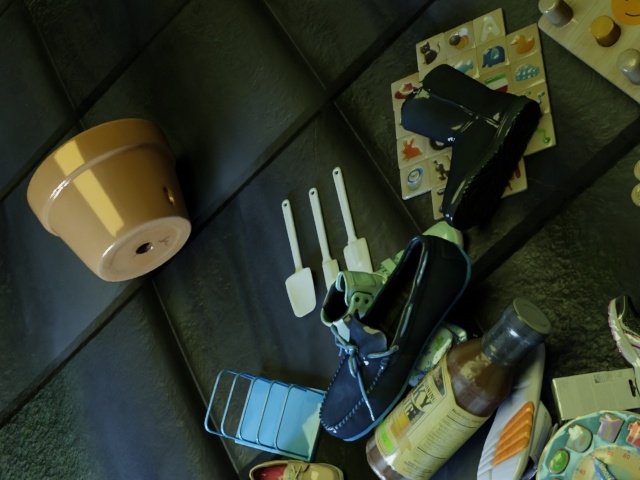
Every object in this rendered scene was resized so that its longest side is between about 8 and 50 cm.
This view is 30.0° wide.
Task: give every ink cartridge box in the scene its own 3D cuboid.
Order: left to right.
[{"bbox_3d":[0.385,0.218,1.669,0.115,0.029,0.063,-8,62,1],"label":"ink cartridge box"}]

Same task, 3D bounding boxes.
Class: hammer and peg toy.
[{"bbox_3d":[0.518,-0.396,1.760,0.361,0.127,0.266,-50,49,11],"label":"hammer and peg toy"}]

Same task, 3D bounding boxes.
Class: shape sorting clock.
[{"bbox_3d":[0.390,0.328,1.590,0.206,0.040,0.206,-4,78,18],"label":"shape sorting clock"}]

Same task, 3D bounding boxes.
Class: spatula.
[{"bbox_3d":[0.000,0.000,2.083,0.168,0.019,0.242,-30,56,27],"label":"spatula"}]

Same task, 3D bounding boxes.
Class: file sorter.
[{"bbox_3d":[-0.092,0.285,1.981,0.170,0.104,0.118,6,75,40],"label":"file sorter"}]

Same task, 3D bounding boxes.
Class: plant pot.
[{"bbox_3d":[-0.377,-0.060,2.254,0.291,0.291,0.203,-41,67,18],"label":"plant pot"}]

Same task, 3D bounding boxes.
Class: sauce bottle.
[{"bbox_3d":[0.200,0.221,1.727,0.344,0.111,0.111,-52,48,26],"label":"sauce bottle"}]

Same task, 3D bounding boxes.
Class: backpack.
[{"bbox_3d":[0.175,0.176,1.827,0.105,0.084,0.114,26,93,45],"label":"backpack"}]

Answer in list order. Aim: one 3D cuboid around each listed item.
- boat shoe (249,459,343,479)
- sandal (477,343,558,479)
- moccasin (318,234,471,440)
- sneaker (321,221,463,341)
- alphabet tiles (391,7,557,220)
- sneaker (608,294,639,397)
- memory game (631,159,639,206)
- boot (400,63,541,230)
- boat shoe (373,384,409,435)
[{"bbox_3d":[-0.042,0.386,1.929,0.170,0.059,0.063,-9,66,36],"label":"boat shoe"},{"bbox_3d":[0.299,0.260,1.700,0.102,0.076,0.265,-34,29,53],"label":"sandal"},{"bbox_3d":[0.084,0.134,1.787,0.137,0.117,0.342,32,93,51],"label":"moccasin"},{"bbox_3d":[0.111,0.060,1.881,0.256,0.151,0.094,-51,47,9],"label":"sneaker"},{"bbox_3d":[0.247,-0.211,1.980,0.285,0.011,0.343,-20,61,32],"label":"alphabet tiles"},{"bbox_3d":[0.457,0.153,1.631,0.077,0.072,0.178,-28,68,21],"label":"sneaker"},{"bbox_3d":[0.530,-0.089,1.701,0.186,0.012,0.186,-16,62,33],"label":"memory game"},{"bbox_3d":[0.209,-0.153,1.911,0.207,0.094,0.246,26,83,38],"label":"boot"},{"bbox_3d":[0.105,0.258,1.876,0.045,0.050,0.135,-4,62,44],"label":"boat shoe"}]
